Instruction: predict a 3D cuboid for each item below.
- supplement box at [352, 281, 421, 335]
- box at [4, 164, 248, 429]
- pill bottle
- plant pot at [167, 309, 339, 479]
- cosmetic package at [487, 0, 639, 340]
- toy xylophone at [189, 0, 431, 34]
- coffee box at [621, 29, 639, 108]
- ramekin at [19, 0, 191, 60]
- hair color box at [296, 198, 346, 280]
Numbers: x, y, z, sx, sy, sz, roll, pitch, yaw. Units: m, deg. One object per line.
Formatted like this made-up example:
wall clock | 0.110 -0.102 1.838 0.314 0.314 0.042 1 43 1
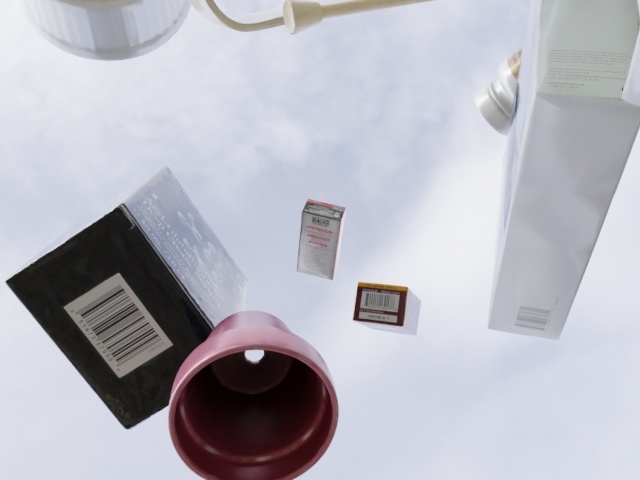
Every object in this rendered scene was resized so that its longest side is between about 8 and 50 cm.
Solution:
supplement box | 0.139 0.142 1.342 0.104 0.188 0.081 5 -101 18
box | -0.294 0.071 1.128 0.212 0.395 0.293 -32 -75 4
pill bottle | 0.404 -0.303 1.211 0.131 0.229 0.131 29 -140 -28
plant pot | -0.088 0.184 0.848 0.201 0.180 0.201 -2 -73 -7
cosmetic package | 0.263 -0.107 0.746 0.097 0.377 0.284 9 -127 13
toy xylophone | 0.017 -0.273 0.659 0.322 0.236 0.081 -21 -63 -21
coffee box | 0.364 -0.162 0.216 0.338 0.337 0.334 36 -88 20
ramekin | -0.338 -0.433 1.014 0.277 0.135 0.277 2 -103 -10
hair color box | 0.000 0.000 1.152 0.072 0.141 0.043 14 -138 7
